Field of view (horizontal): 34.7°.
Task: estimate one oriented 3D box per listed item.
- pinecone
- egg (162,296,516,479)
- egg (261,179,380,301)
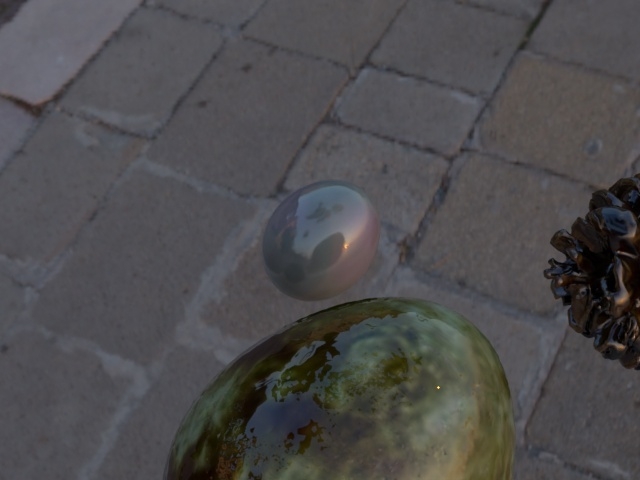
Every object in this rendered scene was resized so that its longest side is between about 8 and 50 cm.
[{"bbox_3d":[0.379,0.041,1.130,0.257,0.243,0.243,-28,55,-25],"label":"pinecone"},{"bbox_3d":[0.017,0.169,0.727,0.238,0.289,0.238,30,25,-16],"label":"egg"},{"bbox_3d":[0.000,0.000,0.962,0.103,0.135,0.103,21,44,-21],"label":"egg"}]
